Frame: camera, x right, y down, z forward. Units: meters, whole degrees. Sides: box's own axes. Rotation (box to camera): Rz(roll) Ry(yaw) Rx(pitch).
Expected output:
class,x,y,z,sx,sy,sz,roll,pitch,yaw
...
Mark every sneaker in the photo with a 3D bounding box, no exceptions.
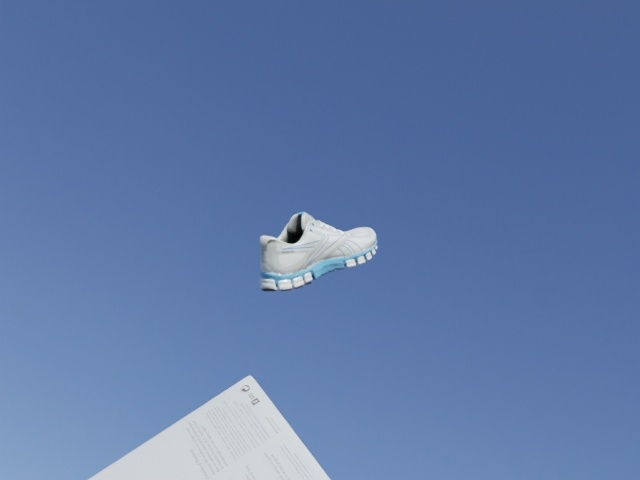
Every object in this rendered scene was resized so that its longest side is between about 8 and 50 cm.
class,x,y,z,sx,sy,sz,roll,pitch,yaw
sneaker,0.000,0.000,0.942,0.071,0.190,0.083,3,-73,46

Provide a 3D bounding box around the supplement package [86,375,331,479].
class,x,y,z,sx,sy,sz,roll,pitch,yaw
supplement package,-0.113,0.330,0.795,0.199,0.262,0.198,42,-23,46
